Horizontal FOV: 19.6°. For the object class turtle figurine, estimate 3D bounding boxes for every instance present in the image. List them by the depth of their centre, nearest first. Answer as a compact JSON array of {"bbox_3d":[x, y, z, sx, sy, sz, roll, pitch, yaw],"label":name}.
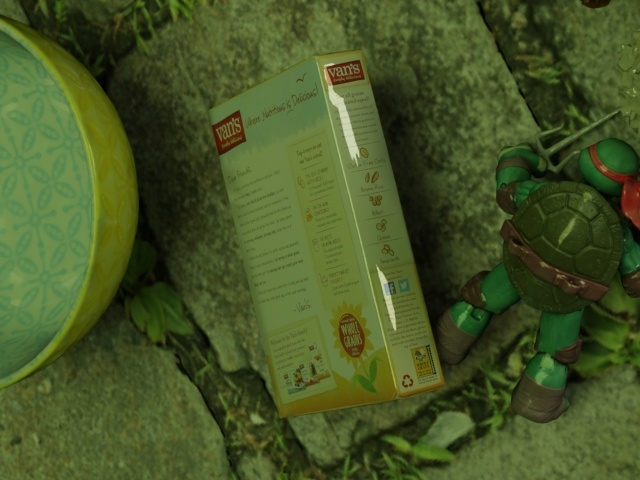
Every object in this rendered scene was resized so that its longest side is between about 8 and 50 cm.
[{"bbox_3d":[0.165,0.002,1.223,0.175,0.118,0.234,44,121,25],"label":"turtle figurine"}]

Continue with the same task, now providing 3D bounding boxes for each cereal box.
[{"bbox_3d":[0.000,0.000,1.313,0.173,0.047,0.240,-17,85,60],"label":"cereal box"}]

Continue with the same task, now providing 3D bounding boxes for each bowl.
[{"bbox_3d":[-0.240,-0.034,1.429,0.290,0.156,0.289,3,95,30],"label":"bowl"}]

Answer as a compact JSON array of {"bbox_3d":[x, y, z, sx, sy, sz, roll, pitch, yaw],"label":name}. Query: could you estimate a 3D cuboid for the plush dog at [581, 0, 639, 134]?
[{"bbox_3d":[0.280,-0.154,1.126,0.262,0.210,0.225,-23,66,2],"label":"plush dog"}]
